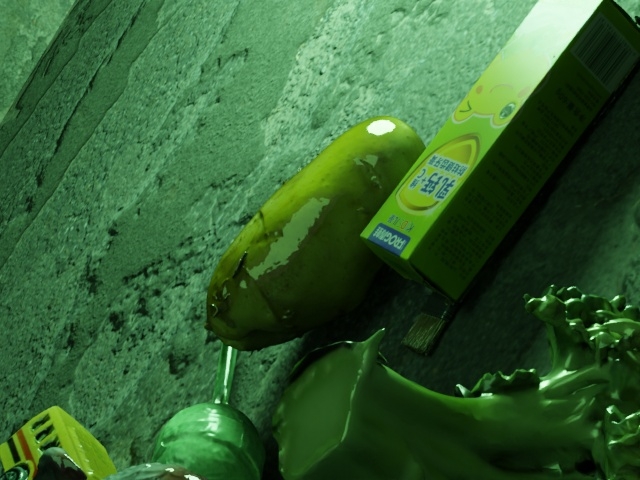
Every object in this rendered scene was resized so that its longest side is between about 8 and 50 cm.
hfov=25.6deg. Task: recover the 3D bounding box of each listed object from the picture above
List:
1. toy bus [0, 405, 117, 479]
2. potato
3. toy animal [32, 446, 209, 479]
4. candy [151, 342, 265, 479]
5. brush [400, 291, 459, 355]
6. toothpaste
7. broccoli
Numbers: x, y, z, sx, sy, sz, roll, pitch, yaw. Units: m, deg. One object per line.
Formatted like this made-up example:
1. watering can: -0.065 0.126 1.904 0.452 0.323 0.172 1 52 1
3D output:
1. toy bus: -0.275 0.315 1.575 0.123 0.121 0.335 -41 28 -3
2. potato: 0.000 0.000 1.478 0.300 0.140 0.173 -46 21 3
3. toy animal: -0.185 0.266 1.345 0.324 0.090 0.195 32 117 31
4. candy: -0.101 0.137 1.550 0.119 0.119 0.440 -38 23 27
5. brush: 0.133 0.036 1.369 0.170 0.014 0.043 -58 30 -9
6. toothpaste: 0.178 -0.097 1.364 0.327 0.077 0.110 -52 28 -4
7. broccoli: 0.106 0.205 0.968 0.277 0.317 0.338 -102 28 -49
